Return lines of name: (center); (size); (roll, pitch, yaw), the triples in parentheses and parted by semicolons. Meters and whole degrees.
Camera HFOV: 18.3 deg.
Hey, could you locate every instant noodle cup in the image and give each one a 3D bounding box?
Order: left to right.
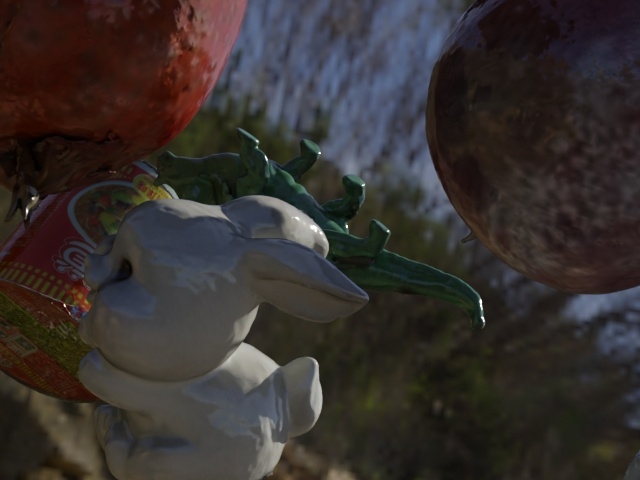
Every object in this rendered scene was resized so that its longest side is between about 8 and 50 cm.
instant noodle cup: (-0.237, 0.023, 1.989); (0.193, 0.212, 0.193); (21, -34, 15)

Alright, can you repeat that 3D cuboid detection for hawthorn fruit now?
hawthorn fruit: (-0.203, -0.149, 1.494); (0.276, 0.307, 0.276); (12, -21, 5)

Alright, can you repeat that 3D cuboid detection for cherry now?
cherry: (0.176, -0.081, 1.314); (0.213, 0.236, 0.285); (10, -42, -42)

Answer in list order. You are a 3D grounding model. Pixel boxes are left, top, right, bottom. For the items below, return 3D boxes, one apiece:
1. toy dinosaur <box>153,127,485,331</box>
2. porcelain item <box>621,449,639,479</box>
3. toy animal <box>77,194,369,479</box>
toy dinosaur: (0.003, -0.017, 1.579); (0.292, 0.120, 0.079); (12, 8, 15)
porcelain item: (0.341, 0.263, 1.632); (0.178, 0.405, 0.242); (17, 8, 29)
toy animal: (-0.071, 0.068, 1.305); (0.179, 0.193, 0.127); (4, 23, -11)
